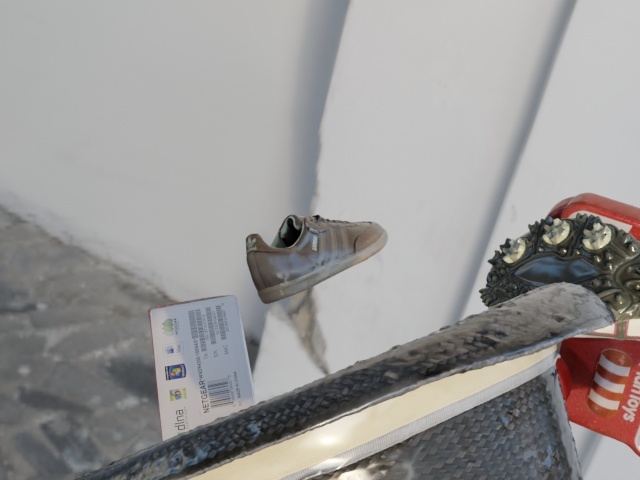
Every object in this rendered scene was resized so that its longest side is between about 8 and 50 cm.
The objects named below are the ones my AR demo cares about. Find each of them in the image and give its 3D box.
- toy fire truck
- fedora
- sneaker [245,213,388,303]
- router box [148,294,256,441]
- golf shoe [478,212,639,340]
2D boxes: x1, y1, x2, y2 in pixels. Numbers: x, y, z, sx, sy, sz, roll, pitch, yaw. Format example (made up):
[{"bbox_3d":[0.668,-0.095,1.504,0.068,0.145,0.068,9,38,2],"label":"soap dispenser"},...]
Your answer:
[{"bbox_3d":[0.340,0.101,1.222,0.254,0.302,0.169,20,35,19],"label":"toy fire truck"},{"bbox_3d":[0.018,0.147,0.574,0.334,0.334,0.152,-16,80,-40],"label":"fedora"},{"bbox_3d":[0.000,0.000,1.081,0.066,0.071,0.188,-18,6,40],"label":"sneaker"},{"bbox_3d":[-0.076,0.272,0.967,0.082,0.301,0.335,-10,48,-5],"label":"router box"},{"bbox_3d":[0.250,0.047,0.842,0.273,0.120,0.105,-1,58,45],"label":"golf shoe"}]
